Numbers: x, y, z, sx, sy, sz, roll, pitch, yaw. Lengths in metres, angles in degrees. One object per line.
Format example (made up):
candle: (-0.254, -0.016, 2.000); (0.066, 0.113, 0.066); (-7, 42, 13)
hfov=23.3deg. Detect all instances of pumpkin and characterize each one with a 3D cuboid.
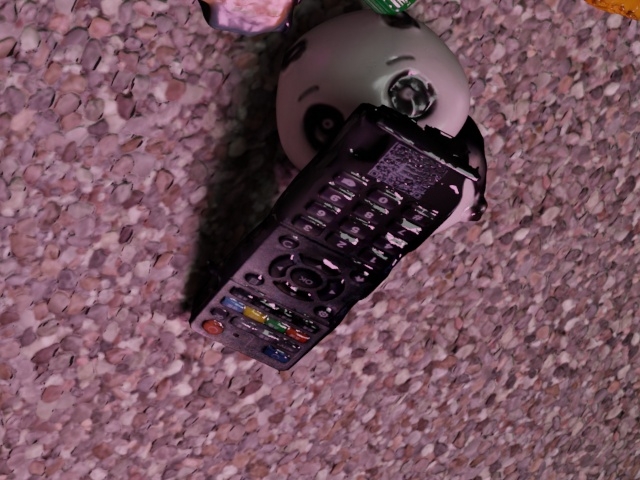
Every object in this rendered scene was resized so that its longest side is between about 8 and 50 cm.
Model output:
pumpkin: (0.303, -0.271, 1.643); (0.074, 0.083, 0.054); (18, 94, -45)

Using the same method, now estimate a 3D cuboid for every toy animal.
toy animal: (0.056, -0.114, 1.504); (0.187, 0.165, 0.235); (-20, 138, 4)

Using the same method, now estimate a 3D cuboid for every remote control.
remote control: (0.000, 0.000, 1.473); (0.144, 0.062, 0.399); (28, 141, -14)

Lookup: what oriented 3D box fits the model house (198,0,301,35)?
model house: (-0.144, -0.313, 1.231); (0.291, 0.184, 0.253); (0, 127, -21)

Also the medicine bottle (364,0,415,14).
medicine bottle: (-0.027, -0.281, 1.139); (0.111, 0.076, 0.309); (-25, 132, 30)
